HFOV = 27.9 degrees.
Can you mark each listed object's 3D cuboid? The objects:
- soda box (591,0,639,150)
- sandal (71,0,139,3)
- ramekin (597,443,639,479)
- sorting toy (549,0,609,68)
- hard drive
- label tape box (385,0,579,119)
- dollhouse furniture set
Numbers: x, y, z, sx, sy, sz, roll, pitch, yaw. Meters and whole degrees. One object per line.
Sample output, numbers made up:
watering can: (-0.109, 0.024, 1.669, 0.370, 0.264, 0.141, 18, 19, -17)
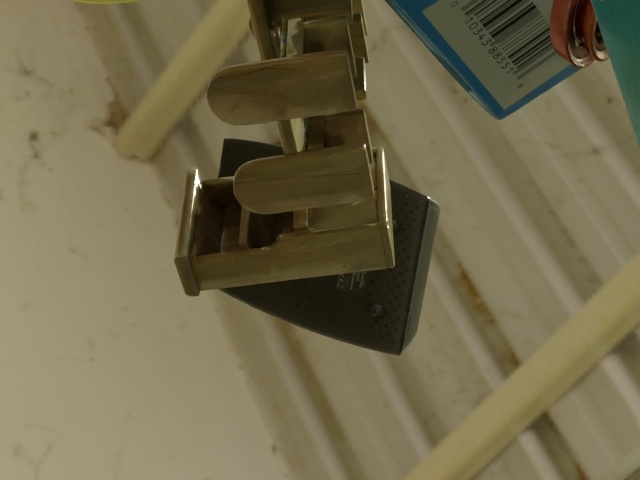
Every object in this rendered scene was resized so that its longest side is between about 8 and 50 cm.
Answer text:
soda box: (0.180, -0.027, 0.523, 0.071, 0.067, 0.210, -8, -65, 38)
sandal: (-0.125, -0.225, 0.524, 0.317, 0.126, 0.138, 42, -40, 36)
ramekin: (0.263, 0.157, 0.783, 0.127, 0.273, 0.273, 50, -63, 14)
sorting toy: (0.143, -0.122, 0.589, 0.042, 0.061, 0.102, 17, -100, 33)
hard drive: (0.000, 0.000, 1.272, 0.254, 0.054, 0.172, 18, -74, 35)
label tape box: (0.054, -0.275, 0.891, 0.106, 0.240, 0.334, -34, -136, 16)
dollhouse furniture set: (-0.044, -0.090, 0.933, 0.161, 0.242, 0.212, -7, -139, 7)
